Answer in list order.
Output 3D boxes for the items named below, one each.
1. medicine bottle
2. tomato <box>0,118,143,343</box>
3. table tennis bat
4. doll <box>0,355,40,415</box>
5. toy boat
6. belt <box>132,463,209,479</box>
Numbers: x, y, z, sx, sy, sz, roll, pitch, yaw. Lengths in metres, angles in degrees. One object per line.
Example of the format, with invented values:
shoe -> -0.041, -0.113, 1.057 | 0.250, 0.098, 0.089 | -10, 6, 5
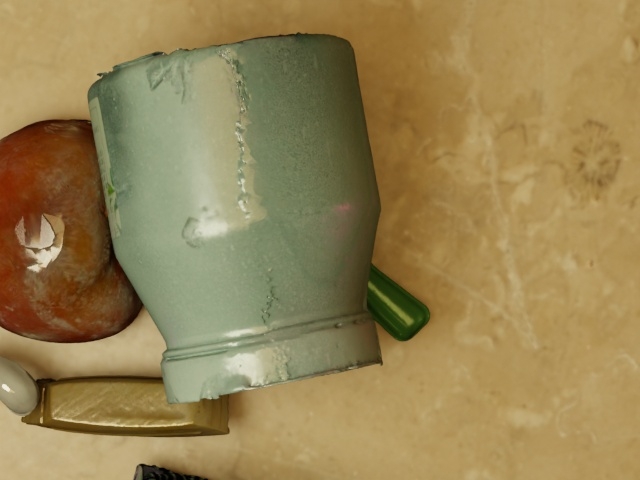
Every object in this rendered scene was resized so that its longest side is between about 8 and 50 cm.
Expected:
medicine bottle -> -0.063, -0.014, 1.468 | 0.245, 0.245, 0.290 | -10, 86, 1
tomato -> -0.244, -0.007, 1.544 | 0.181, 0.155, 0.214 | -5, 92, 4
table tennis bat -> 0.000, 0.000, 1.598 | 0.257, 0.039, 0.160 | 42, 93, 2
doll -> -0.415, 0.112, 1.567 | 0.252, 0.111, 0.237 | -31, 78, 6
toy boat -> -0.184, 0.158, 1.581 | 0.200, 0.077, 0.057 | 1, 78, 3
belt -> -0.056, 0.323, 1.519 | 0.295, 0.207, 0.160 | 16, 89, 2
